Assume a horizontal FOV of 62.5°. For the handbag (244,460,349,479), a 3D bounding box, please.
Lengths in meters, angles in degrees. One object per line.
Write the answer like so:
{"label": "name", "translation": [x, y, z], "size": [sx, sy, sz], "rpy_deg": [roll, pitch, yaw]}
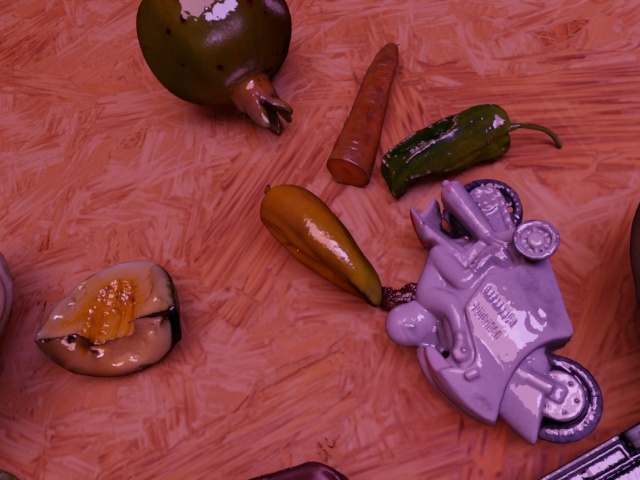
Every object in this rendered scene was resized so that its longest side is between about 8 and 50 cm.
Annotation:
{"label": "handbag", "translation": [-0.076, 0.339, 0.429], "size": [0.276, 0.084, 0.259], "rpy_deg": [-20, 61, 4]}

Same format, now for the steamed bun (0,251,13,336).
{"label": "steamed bun", "translation": [-0.474, 0.138, 0.546], "size": [0.394, 0.237, 0.346], "rpy_deg": [-10, 26, 45]}

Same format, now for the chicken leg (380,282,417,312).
{"label": "chicken leg", "translation": [0.084, 0.061, 0.563], "size": [0.083, 0.021, 0.036], "rpy_deg": [6, 75, 18]}

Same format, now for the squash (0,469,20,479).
{"label": "squash", "translation": [-0.326, 0.374, 0.509], "size": [0.189, 0.189, 0.260], "rpy_deg": [-34, 25, -4]}

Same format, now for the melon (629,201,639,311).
{"label": "melon", "translation": [0.402, 0.014, 0.366], "size": [0.331, 0.268, 0.268], "rpy_deg": [-2, 63, 4]}

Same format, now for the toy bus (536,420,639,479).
{"label": "toy bus", "translation": [0.219, 0.211, 0.413], "size": [0.194, 0.089, 0.087], "rpy_deg": [-30, 62, -2]}

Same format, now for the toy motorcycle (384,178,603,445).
{"label": "toy motorcycle", "translation": [0.143, 0.063, 0.498], "size": [0.171, 0.110, 0.260], "rpy_deg": [-15, 64, 8]}

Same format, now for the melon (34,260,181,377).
{"label": "melon", "translation": [-0.221, 0.086, 0.603], "size": [0.160, 0.079, 0.128], "rpy_deg": [-15, 43, 8]}

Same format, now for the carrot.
{"label": "carrot", "translation": [0.063, -0.174, 0.669], "size": [0.057, 0.057, 0.224], "rpy_deg": [10, 65, 19]}

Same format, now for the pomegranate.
{"label": "pomegranate", "translation": [-0.122, -0.251, 0.675], "size": [0.198, 0.198, 0.246], "rpy_deg": [-31, 61, -2]}

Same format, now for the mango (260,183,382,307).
{"label": "mango", "translation": [0.000, 0.000, 0.569], "size": [0.066, 0.101, 0.187], "rpy_deg": [-42, 63, -8]}

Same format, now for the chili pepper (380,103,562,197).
{"label": "chili pepper", "translation": [0.166, -0.117, 0.608], "size": [0.204, 0.073, 0.072], "rpy_deg": [-22, 47, 1]}
